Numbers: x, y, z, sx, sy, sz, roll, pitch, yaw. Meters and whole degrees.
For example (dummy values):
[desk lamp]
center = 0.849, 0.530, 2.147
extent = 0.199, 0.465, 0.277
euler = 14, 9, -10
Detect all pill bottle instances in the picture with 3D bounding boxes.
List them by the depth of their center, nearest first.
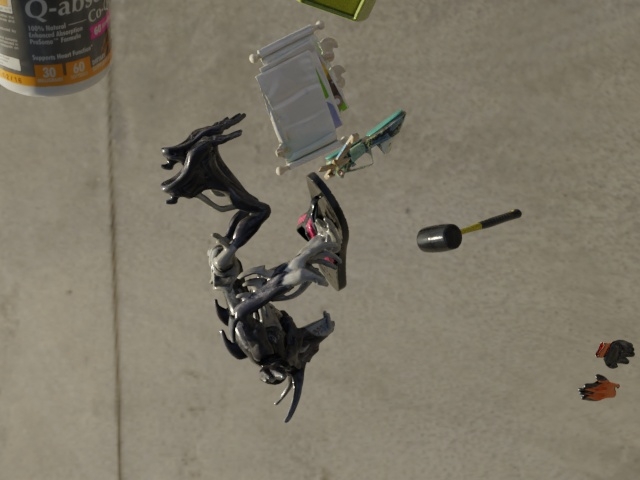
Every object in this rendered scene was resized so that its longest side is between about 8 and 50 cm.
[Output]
[pill bottle]
center = -0.344, -0.330, 1.198
extent = 0.162, 0.162, 0.279
euler = 43, 144, 35

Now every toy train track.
[toy train track]
center = 0.027, -0.096, 1.154
extent = 0.014, 0.048, 0.083
euler = 55, 142, 17

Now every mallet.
[mallet]
center = 0.215, -0.018, 1.413
extent = 0.062, 0.189, 0.039
euler = -10, 95, 46

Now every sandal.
[sandal]
center = 0.000, 0.000, 1.074
extent = 0.040, 0.179, 0.067
euler = -25, 53, -16

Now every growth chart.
[growth chart]
center = -0.028, -0.251, 1.717
extent = 0.021, 0.171, 0.237
euler = 28, 136, 64

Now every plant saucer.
[plant saucer]
center = 0.037, -0.546, 2.091
extent = 0.188, 0.188, 0.045
euler = 121, 164, -57

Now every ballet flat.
[ballet flat]
center = 0.101, -0.186, 1.944
extent = 0.188, 0.070, 0.070
euler = -31, 64, 12

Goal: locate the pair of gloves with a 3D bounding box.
[pair of gloves]
center = 0.341, 0.155, 1.168
extent = 0.010, 0.074, 0.083
euler = 36, 111, 47

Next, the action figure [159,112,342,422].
[action figure]
center = -0.044, 0.024, 0.907
extent = 0.140, 0.164, 0.276
euler = -23, 105, -1
